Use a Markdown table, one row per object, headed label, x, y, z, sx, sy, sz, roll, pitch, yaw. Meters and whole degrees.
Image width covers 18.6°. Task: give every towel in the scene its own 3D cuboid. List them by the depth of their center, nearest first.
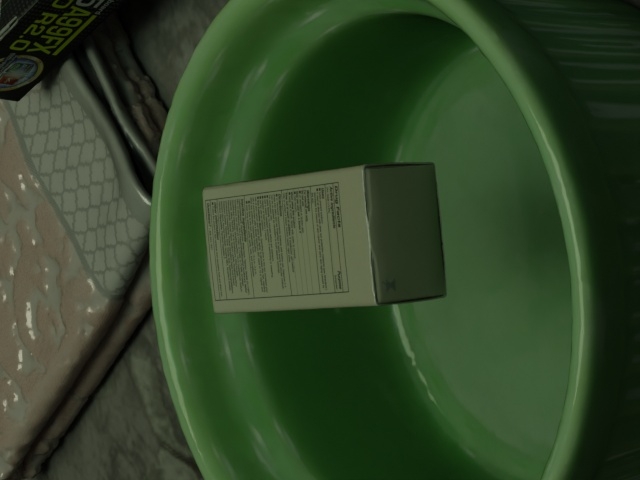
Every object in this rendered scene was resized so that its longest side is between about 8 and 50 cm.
| label | x | y | z | sx | sy | sz | roll | pitch | yaw |
| --- | --- | --- | --- | --- | --- | --- | --- | --- | --- |
| towel | -0.217 | -0.051 | 1.335 | 0.317 | 0.053 | 0.332 | -53 | 54 | 41 |

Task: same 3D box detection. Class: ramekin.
| label | x | y | z | sx | sy | sz | roll | pitch | yaw |
| --- | --- | --- | --- | --- | --- | --- | --- | --- | --- |
| ramekin | 0.064 | 0.015 | 0.914 | 0.303 | 0.148 | 0.303 | 9 | 101 | 50 |

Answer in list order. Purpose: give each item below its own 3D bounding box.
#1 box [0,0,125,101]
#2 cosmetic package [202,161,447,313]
| label | x | y | z | sx | sy | sz | roll | pitch | yaw |
| --- | --- | --- | --- | --- | --- | --- | --- | --- | --- |
| box | -0.183 | -0.256 | 1.204 | 0.216 | 0.060 | 0.270 | -37 | 62 | 38 |
| cosmetic package | 0.000 | 0.000 | 0.837 | 0.115 | 0.041 | 0.060 | -3 | 92 | 51 |
